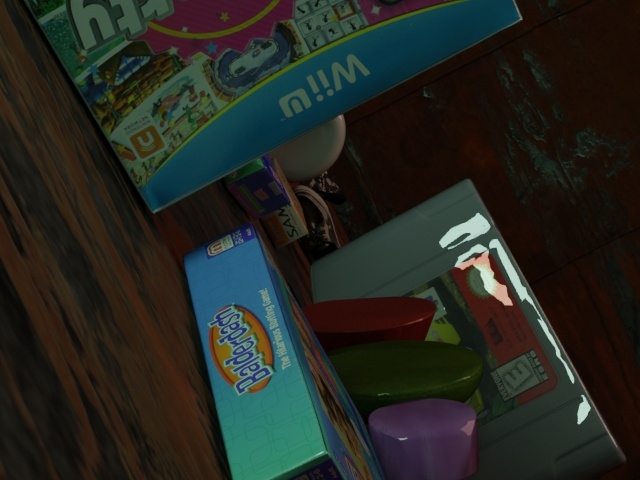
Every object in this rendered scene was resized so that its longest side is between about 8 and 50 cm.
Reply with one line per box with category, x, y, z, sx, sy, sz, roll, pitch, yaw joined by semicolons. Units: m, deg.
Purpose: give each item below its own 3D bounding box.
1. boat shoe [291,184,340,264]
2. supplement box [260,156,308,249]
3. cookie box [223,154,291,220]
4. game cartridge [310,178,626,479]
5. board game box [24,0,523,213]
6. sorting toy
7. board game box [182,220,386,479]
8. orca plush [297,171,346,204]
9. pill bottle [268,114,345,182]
boat shoe;0.000;0.000;1.695;0.040;0.049;0.142;-108;172;-69
supplement box;-0.043;-0.038;1.386;0.062;0.036;0.098;62;4;-17
cookie box;-0.073;-0.083;1.234;0.107;0.040;0.092;64;3;22
game cartridge;0.113;0.110;1.249;0.294;0.196;0.060;63;10;24
board game box;-0.062;-0.201;0.711;0.303;0.224;0.097;61;3;-25
sorting toy;0.049;0.137;1.006;0.365;0.127;0.126;-121;-154;-77
board game box;-0.005;0.107;0.717;0.160;0.047;0.210;62;2;-30
orca plush;-0.038;-0.161;1.964;0.287;0.151;0.102;61;-29;23
pill bottle;-0.031;-0.134;1.648;0.117;0.117;0.215;63;3;-7
